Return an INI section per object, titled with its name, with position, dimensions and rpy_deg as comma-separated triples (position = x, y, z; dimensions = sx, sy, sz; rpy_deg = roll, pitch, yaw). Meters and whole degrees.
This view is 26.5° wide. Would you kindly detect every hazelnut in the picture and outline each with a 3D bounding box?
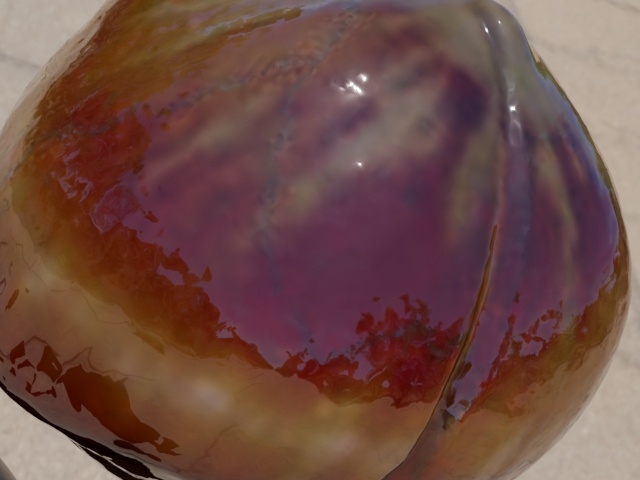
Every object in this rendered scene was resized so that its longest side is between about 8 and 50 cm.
[hazelnut]
position = 0.000, 0.000, 0.486
dimensions = 0.229, 0.229, 0.229
rpy_deg = 19, 30, -12

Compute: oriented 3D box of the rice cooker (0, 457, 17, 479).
[rice cooker]
position = -0.262, 0.204, 0.685
dimensions = 0.267, 0.267, 0.224
rpy_deg = 34, 26, 14
